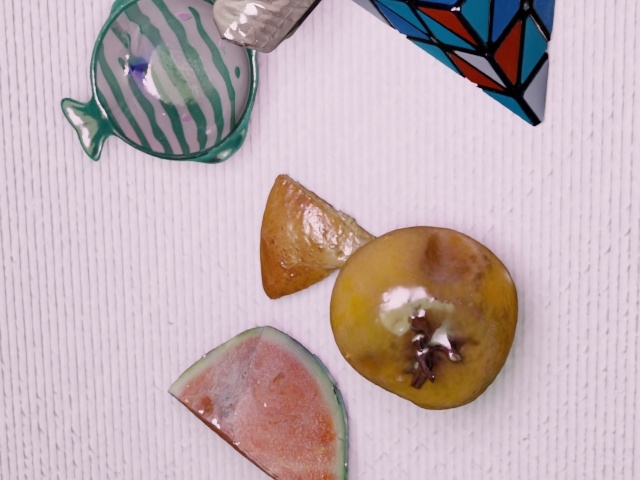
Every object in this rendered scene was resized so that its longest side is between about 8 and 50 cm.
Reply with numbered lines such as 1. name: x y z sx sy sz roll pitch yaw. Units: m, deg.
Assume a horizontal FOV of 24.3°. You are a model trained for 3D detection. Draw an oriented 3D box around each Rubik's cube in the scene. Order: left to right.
1. Rubik's cube: 0.103 -0.259 1.601 0.234 0.250 0.284 12 110 29

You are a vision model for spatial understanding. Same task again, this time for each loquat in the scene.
1. loquat: 0.116 0.080 1.646 0.213 0.213 0.213 3 103 11

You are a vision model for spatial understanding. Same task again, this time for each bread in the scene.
1. bread: -0.020 -0.015 1.732 0.154 0.054 0.136 -23 94 13

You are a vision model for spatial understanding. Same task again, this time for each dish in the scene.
1. dish: -0.172 -0.186 1.710 0.246 0.078 0.224 -27 96 15

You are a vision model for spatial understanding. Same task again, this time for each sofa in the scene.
1. sofa: -0.051 -0.331 1.578 0.176 0.225 0.210 41 110 -4

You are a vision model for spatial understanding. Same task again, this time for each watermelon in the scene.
1. watermelon: -0.047 0.199 1.770 0.231 0.128 0.146 40 79 -13
